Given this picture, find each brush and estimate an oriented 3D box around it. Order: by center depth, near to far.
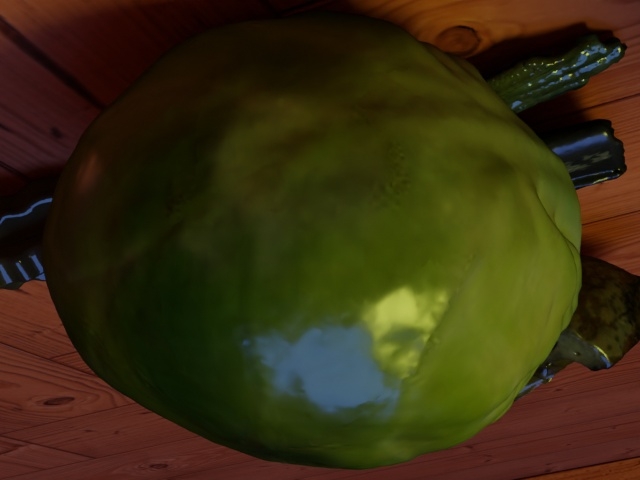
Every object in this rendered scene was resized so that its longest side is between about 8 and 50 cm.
[{"bbox_3d":[-0.138,-0.029,0.876,0.301,0.071,0.084,-19,174,4],"label":"brush"}]

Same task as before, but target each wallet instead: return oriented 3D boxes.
[{"bbox_3d":[0.081,-0.030,0.925,0.321,0.044,0.170,-13,169,16],"label":"wallet"}]

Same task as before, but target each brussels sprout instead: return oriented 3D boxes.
[{"bbox_3d":[0.000,0.000,0.726,0.344,0.268,0.344,3,178,0],"label":"brussels sprout"}]

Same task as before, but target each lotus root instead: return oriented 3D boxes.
[{"bbox_3d":[0.168,0.078,1.163,0.314,0.142,0.210,-29,-172,34],"label":"lotus root"}]

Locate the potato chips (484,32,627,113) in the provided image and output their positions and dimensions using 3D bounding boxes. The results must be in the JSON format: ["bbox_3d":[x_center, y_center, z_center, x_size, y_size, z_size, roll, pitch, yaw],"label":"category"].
[{"bbox_3d":[0.110,-0.097,0.813,0.207,0.028,0.092,-20,165,30],"label":"potato chips"}]
